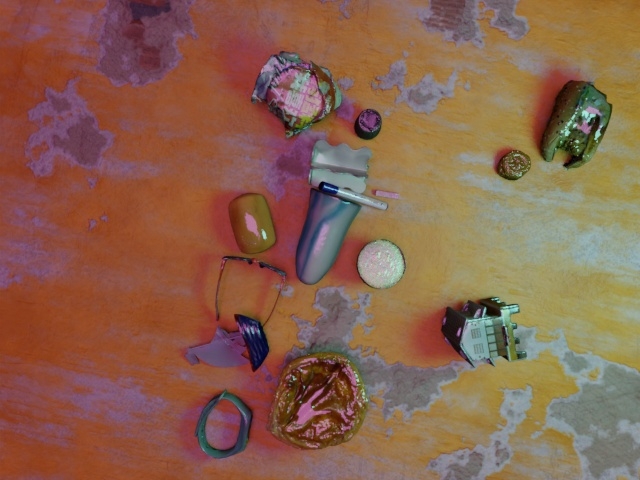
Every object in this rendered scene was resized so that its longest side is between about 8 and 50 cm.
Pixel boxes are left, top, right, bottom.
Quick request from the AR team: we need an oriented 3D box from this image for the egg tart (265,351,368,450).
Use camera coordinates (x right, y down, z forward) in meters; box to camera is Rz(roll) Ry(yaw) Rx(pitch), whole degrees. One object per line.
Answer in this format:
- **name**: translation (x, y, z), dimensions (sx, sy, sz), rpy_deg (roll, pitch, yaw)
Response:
- **egg tart**: translation (-0.001, 0.550, 1.652), dimensions (0.340, 0.153, 0.351), rpy_deg (9, 91, 2)

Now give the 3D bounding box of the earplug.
- **earplug**: translation (0.000, 0.000, 1.636), dimensions (0.185, 0.185, 0.324), rpy_deg (20, 97, 2)

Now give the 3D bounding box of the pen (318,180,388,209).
- **pen**: translation (0.117, -0.150, 1.631), dimensions (0.269, 0.033, 0.033), rpy_deg (16, 92, -26)

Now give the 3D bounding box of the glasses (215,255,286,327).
- **glasses**: translation (-0.257, 0.190, 1.677), dimensions (0.234, 0.118, 0.268), rpy_deg (15, 93, 0)

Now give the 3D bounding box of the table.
- **table**: translation (0.069, -0.251, 1.628), dimensions (0.198, 0.166, 0.166), rpy_deg (10, 92, 2)

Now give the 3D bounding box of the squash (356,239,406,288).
- **squash**: translation (0.206, 0.079, 1.646), dimensions (0.170, 0.123, 0.170), rpy_deg (0, 90, 3)

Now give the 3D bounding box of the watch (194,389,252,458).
- **watch**: translation (-0.345, 0.663, 1.719), dimensions (0.195, 0.068, 0.237), rpy_deg (13, 96, 5)

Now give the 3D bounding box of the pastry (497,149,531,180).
- **pastry**: translation (0.669, -0.259, 1.650), dimensions (0.109, 0.057, 0.097), rpy_deg (-30, 84, 1)

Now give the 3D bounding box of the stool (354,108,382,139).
- **stool**: translation (0.166, -0.402, 1.644), dimensions (0.096, 0.110, 0.096), rpy_deg (0, 89, -1)

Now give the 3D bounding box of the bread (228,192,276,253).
- **bread**: translation (-0.244, -0.060, 1.681), dimensions (0.147, 0.098, 0.217), rpy_deg (-18, 91, 0)

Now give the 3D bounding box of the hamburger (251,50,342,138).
- **hamburger**: translation (-0.083, -0.518, 1.652), dimensions (0.260, 0.150, 0.276), rpy_deg (-40, 105, 20)

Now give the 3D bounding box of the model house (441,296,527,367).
- **model house**: translation (0.535, 0.303, 1.590), dimensions (0.215, 0.224, 0.198), rpy_deg (-8, 93, -1)

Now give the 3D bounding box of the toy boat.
- **toy boat**: translation (-0.321, 0.402, 1.706), dimensions (0.318, 0.072, 0.219), rpy_deg (-38, 99, 13)

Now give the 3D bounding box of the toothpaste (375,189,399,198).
- **toothpaste**: translation (0.237, -0.163, 1.692), dimensions (0.083, 0.017, 0.020), rpy_deg (9, 94, 3)

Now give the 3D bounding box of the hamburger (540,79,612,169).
- **hamburger**: translation (0.850, -0.394, 1.579), dimensions (0.168, 0.192, 0.288), rpy_deg (20, 92, 12)
